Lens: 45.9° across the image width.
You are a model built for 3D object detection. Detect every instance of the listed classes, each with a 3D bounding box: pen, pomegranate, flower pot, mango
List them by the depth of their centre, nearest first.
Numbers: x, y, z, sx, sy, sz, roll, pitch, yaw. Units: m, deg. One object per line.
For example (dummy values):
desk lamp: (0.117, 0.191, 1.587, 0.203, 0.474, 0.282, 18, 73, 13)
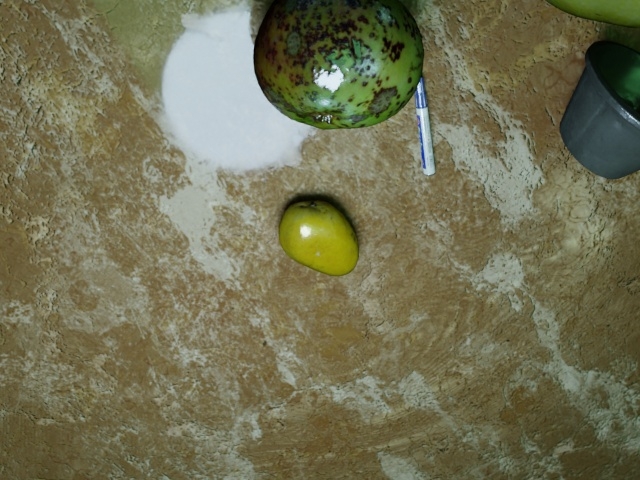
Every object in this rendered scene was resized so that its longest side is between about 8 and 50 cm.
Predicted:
pomegranate: (0.037, -0.358, 1.254, 0.285, 0.285, 0.340, 17, 81, -16)
flower pot: (0.556, -0.221, 1.398, 0.269, 0.269, 0.166, 19, 134, -16)
pen: (0.199, -0.220, 1.459, 0.025, 0.025, 0.204, -12, 119, 0)
mango: (0.000, 0.000, 1.516, 0.137, 0.098, 0.195, -34, 125, 9)

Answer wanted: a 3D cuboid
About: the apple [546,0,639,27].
apple: (0.478, -0.538, 1.093, 0.474, 0.473, 0.473, -3, 119, -6)
